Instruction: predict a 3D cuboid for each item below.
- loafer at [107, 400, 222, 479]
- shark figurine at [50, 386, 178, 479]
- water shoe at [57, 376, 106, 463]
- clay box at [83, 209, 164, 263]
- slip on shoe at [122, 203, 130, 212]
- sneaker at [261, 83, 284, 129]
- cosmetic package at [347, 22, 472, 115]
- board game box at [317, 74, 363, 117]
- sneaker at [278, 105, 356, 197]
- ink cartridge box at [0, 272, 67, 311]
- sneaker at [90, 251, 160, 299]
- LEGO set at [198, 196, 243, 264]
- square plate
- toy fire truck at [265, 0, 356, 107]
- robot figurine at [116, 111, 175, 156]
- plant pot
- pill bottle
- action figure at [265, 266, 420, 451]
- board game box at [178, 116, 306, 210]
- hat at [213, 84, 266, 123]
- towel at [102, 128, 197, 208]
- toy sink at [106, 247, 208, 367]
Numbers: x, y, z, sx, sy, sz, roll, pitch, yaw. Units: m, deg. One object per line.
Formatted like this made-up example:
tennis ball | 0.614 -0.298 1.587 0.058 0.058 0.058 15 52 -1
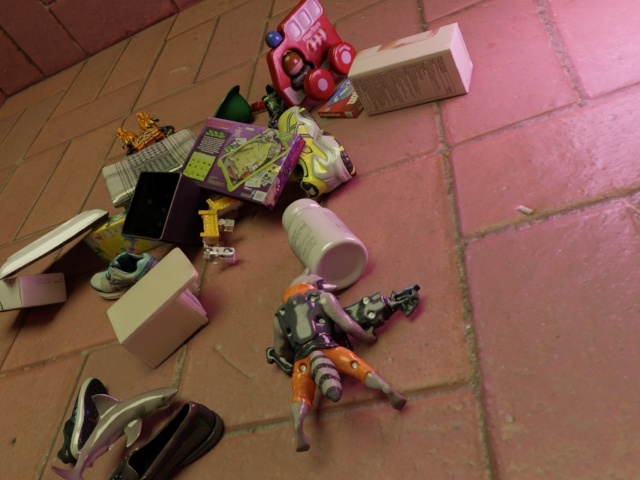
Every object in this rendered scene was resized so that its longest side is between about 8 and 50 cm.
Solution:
loafer | -0.334 0.423 1.185 0.303 0.095 0.109 -40 38 -8
shark figurine | -0.441 0.377 1.242 0.166 0.116 0.278 -18 18 43
water shoe | -0.545 0.401 1.381 0.080 0.073 0.203 -25 38 15
clay box | -0.571 -0.016 1.799 0.222 0.127 0.053 -19 40 18
slip on shoe | -0.521 -0.166 1.917 0.123 0.101 0.331 -14 32 14
sneaker | -0.156 -0.426 1.959 0.067 0.078 0.188 -34 45 39
cosmetic package | 0.245 -0.462 1.670 0.296 0.153 0.129 -6 47 30
board game box | 0.121 -0.477 1.876 0.145 0.027 0.281 11 56 41
sneaker | -0.051 -0.249 1.662 0.147 0.145 0.384 -36 36 -3
ink cartridge box | -0.888 0.158 1.807 0.220 0.160 0.092 -10 87 28
sneaker | -0.534 0.081 1.673 0.283 0.122 0.110 -9 45 29
LEGO set | -0.259 -0.041 1.655 0.132 0.107 0.287 14 45 2
square plate | -0.808 -0.001 1.869 0.347 0.049 0.344 -36 11 -16
toy fire truck | -0.052 -0.574 1.898 0.302 0.254 0.169 -51 30 -20
robot figurine | -0.662 -0.385 2.293 0.211 0.085 0.291 -42 39 -9
plant pot | -0.404 -0.072 1.681 0.188 0.167 0.187 7 77 39
pill bottle | 0.000 0.000 1.368 0.131 0.131 0.229 -36 38 -3
action figure | 0.035 0.173 1.132 0.341 0.178 0.330 -32 47 6
board game box | -0.220 -0.213 1.638 0.347 0.056 0.208 19 81 37
hat | -0.245 -0.411 2.072 0.173 0.184 0.208 -60 3 -39
towel | -0.510 -0.238 1.869 0.312 0.056 0.324 -30 31 -8
toy sink | -0.366 0.160 1.463 0.234 0.131 0.153 -44 39 -5
